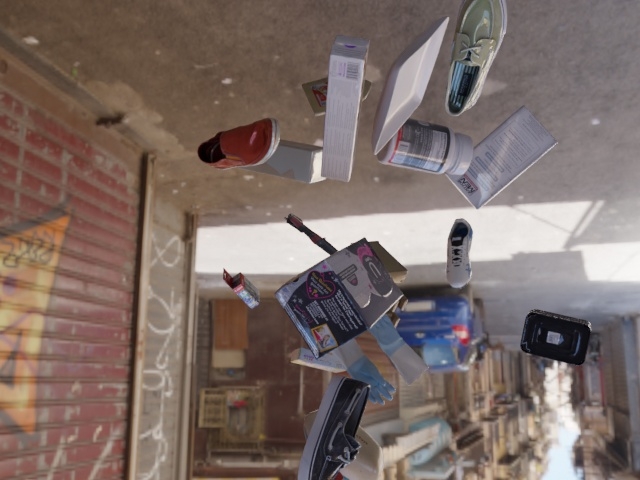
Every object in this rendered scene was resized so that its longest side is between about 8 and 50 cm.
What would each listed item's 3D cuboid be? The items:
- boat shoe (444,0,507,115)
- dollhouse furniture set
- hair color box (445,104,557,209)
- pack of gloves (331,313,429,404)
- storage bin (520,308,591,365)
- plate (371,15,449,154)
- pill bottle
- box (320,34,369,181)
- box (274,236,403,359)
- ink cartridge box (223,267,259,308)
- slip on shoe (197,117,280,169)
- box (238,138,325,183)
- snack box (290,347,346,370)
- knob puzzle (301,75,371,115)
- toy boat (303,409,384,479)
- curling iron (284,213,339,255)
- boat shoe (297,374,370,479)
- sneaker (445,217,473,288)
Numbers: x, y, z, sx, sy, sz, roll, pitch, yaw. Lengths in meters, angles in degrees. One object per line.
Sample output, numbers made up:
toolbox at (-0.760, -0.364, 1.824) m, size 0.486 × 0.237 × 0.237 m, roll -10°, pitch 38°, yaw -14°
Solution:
boat shoe at (0.341, -0.415, 1.448) m, size 0.109 × 0.094 × 0.302 m, roll 15°, pitch 131°, yaw 15°
dollhouse furniture set at (0.140, 0.146, 1.977) m, size 0.212 × 0.242 × 0.161 m, roll -4°, pitch -144°, yaw -37°
hair color box at (0.671, -0.303, 2.443) m, size 0.374 × 0.185 × 0.113 m, roll -41°, pitch 171°, yaw 12°
pack of gloves at (0.157, 0.305, 1.747) m, size 0.195 × 0.232 × 0.046 m, roll -35°, pitch 170°, yaw -22°
storage bin at (0.684, 0.279, 1.900) m, size 0.180 × 0.122 × 0.084 m, roll 12°, pitch -173°, yaw 21°
plate at (0.211, -0.389, 1.619) m, size 0.045 × 0.278 × 0.277 m, roll 30°, pitch 143°, yaw 14°
pill bottle at (0.341, -0.306, 2.139) m, size 0.283 × 0.161 × 0.161 m, roll 9°, pitch 167°, yaw -14°
box at (0.044, -0.247, 1.274) m, size 0.067 × 0.063 × 0.324 m, roll 11°, pitch 144°, yaw 6°
box at (0.046, 0.108, 1.344) m, size 0.142 × 0.163 × 0.247 m, roll -34°, pitch 176°, yaw 23°
ink cartridge box at (-0.201, 0.114, 1.659) m, size 0.029 × 0.063 × 0.115 m, roll -35°, pitch 117°, yaw 11°
slip on shoe at (-0.235, -0.273, 1.870) m, size 0.101 × 0.123 × 0.331 m, roll 5°, pitch 170°, yaw -44°
box at (-0.137, -0.305, 2.420) m, size 0.311 × 0.121 × 0.148 m, roll 15°, pitch -163°, yaw 25°
snack box at (-0.004, 0.336, 1.827) m, size 0.141 × 0.037 × 0.100 m, roll 15°, pitch 163°, yaw -12°
knob puzzle at (0.057, -0.428, 1.916) m, size 0.213 × 0.213 × 0.030 m, roll -1°, pitch 135°, yaw 9°
toy boat at (0.032, 0.605, 1.775) m, size 0.148 × 0.267 × 0.318 m, roll -50°, pitch 176°, yaw 23°
curling iron at (0.000, 0.000, 1.932) m, size 0.274 × 0.035 × 0.068 m, roll 36°, pitch -173°, yaw 25°
boat shoe at (0.037, 0.448, 1.438) m, size 0.102 × 0.301 × 0.108 m, roll 7°, pitch 149°, yaw 26°
sneaker at (0.420, 0.038, 2.002) m, size 0.085 × 0.237 × 0.086 m, roll -9°, pitch 143°, yaw 29°
